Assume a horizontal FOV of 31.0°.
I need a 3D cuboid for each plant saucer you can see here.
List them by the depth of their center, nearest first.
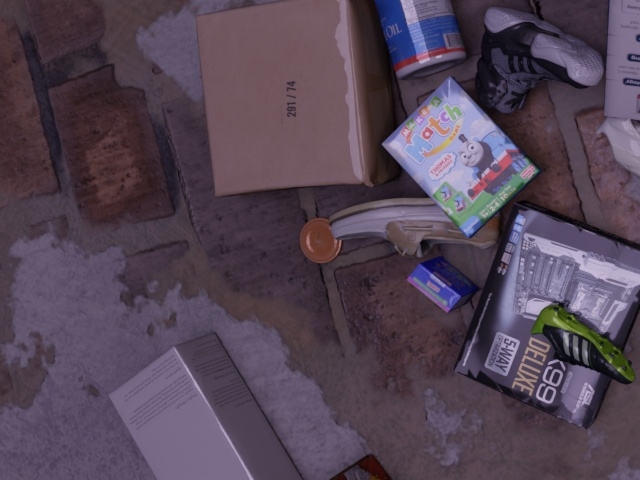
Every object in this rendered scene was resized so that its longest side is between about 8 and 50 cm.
[{"bbox_3d":[0.000,0.000,2.089,0.083,0.013,0.083,2,96,24],"label":"plant saucer"}]

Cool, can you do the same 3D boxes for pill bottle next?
[{"bbox_3d":[0.155,-0.388,1.917,0.124,0.124,0.221,-18,87,25],"label":"pill bottle"}]

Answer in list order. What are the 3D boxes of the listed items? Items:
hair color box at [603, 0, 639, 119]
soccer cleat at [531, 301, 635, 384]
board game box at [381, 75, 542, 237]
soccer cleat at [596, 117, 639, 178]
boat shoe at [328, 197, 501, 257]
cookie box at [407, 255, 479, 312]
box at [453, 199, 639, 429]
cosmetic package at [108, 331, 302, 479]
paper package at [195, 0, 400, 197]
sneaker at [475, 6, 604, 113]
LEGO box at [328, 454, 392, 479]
[{"bbox_3d":[0.510,-0.335,1.667,0.174,0.105,0.347,11,136,21],"label":"hair color box"},{"bbox_3d":[0.412,0.173,1.811,0.179,0.060,0.072,40,119,22],"label":"soccer cleat"},{"bbox_3d":[0.227,-0.134,1.867,0.160,0.039,0.211,-45,79,16],"label":"board game box"},{"bbox_3d":[0.514,-0.121,1.816,0.076,0.068,0.196,-42,76,38],"label":"soccer cleat"},{"bbox_3d":[0.156,-0.021,1.959,0.302,0.113,0.103,-9,86,24],"label":"boat shoe"},{"bbox_3d":[0.208,0.073,1.948,0.092,0.107,0.040,40,110,16],"label":"cookie box"},{"bbox_3d":[0.384,0.119,1.887,0.242,0.076,0.307,24,104,20],"label":"box"},{"bbox_3d":[-0.206,0.382,2.145,0.197,0.155,0.365,-35,81,24],"label":"cosmetic package"},{"bbox_3d":[-0.039,-0.245,1.998,0.309,0.168,0.325,-4,94,25],"label":"paper package"},{"bbox_3d":[0.337,-0.261,1.828,0.268,0.101,0.153,48,129,49],"label":"sneaker"},{"bbox_3d":[-0.004,0.687,2.060,0.500,0.193,0.372,-42,78,22],"label":"LEGO box"}]
